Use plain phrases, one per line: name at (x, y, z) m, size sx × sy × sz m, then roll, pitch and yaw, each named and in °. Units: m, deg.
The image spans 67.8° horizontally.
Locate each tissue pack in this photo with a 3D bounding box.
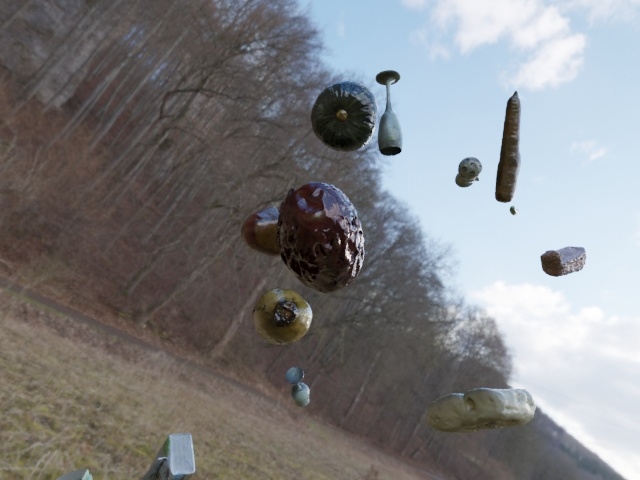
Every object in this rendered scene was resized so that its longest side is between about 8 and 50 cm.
tissue pack at (-0.568, 0.838, 1.733) m, size 0.145 × 0.229 × 0.159 m, roll 15°, pitch 31°, yaw -32°

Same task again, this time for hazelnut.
hazelnut at (-0.174, -0.032, 1.675) m, size 0.212 × 0.181 × 0.181 m, roll 8°, pitch 26°, yaw -21°

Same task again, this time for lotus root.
lotus root at (-0.107, 0.208, 1.312) m, size 0.160 × 0.146 × 0.284 m, roll 22°, pitch -17°, yaw -4°

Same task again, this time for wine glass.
wine glass at (-0.090, 0.605, 1.953) m, size 0.079 × 0.079 × 0.196 m, roll 17°, pitch -41°, yaw 27°
wine glass at (0.238, -0.493, 1.695) m, size 0.096 × 0.310 × 0.264 m, roll -3°, pitch -15°, yaw 12°

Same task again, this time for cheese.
cheese at (0.395, 0.435, 1.205) m, size 0.159 × 0.093 × 0.263 m, roll 17°, pitch -34°, yaw -30°

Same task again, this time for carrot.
carrot at (0.586, -0.287, 1.468) m, size 0.070 × 0.343 × 0.070 m, roll 6°, pitch 2°, yaw 0°

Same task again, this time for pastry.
pastry at (0.937, 0.081, 1.840) m, size 0.265 × 0.112 × 0.102 m, roll -2°, pitch 14°, yaw -37°

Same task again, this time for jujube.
jujube at (0.000, 0.000, 1.335) m, size 0.258 × 0.259 × 0.377 m, roll 20°, pitch -18°, yaw 18°

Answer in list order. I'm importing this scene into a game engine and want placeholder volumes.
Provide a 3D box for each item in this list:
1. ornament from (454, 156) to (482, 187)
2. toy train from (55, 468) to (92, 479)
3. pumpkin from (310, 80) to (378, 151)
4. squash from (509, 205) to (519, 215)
ornament at (0.467, -0.212, 1.492) m, size 0.081 × 0.074 × 0.156 m, roll 52°, pitch 2°, yaw 11°
toy train at (-0.449, 0.533, 0.880) m, size 0.080 × 0.194 × 0.125 m, roll -11°, pitch -1°, yaw -15°
pumpkin at (0.076, -0.373, 1.436) m, size 0.211 × 0.212 × 0.152 m, roll 25°, pitch 23°, yaw 5°
squash at (0.665, -0.102, 1.640) m, size 0.027 × 0.027 × 0.089 m, roll 14°, pitch 1°, yaw 34°
